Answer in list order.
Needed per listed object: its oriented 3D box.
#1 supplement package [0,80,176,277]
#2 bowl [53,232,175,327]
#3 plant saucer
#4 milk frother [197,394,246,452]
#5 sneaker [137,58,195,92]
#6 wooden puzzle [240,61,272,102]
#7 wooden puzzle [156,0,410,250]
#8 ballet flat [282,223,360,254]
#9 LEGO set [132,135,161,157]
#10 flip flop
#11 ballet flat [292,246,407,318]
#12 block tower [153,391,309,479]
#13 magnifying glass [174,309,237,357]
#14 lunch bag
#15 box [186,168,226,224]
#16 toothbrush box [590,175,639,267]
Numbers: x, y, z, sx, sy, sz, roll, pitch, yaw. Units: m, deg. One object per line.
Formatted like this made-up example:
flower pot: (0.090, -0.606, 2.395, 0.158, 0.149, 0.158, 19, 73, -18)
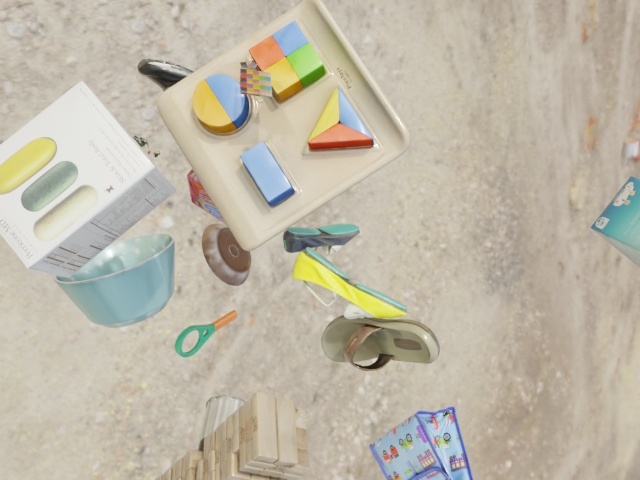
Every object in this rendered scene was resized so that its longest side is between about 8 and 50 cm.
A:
supplement package: (-0.433, -0.098, 1.222, 0.262, 0.199, 0.198, -40, 175, -6)
bowl: (-0.498, 0.111, 1.770, 0.311, 0.311, 0.163, -35, 117, -45)
plant saucer: (-0.263, 0.035, 2.024, 0.198, 0.036, 0.199, 37, 40, -38)
milk frother: (-0.188, 0.368, 1.218, 0.135, 0.143, 0.129, -84, 152, -45)
sneaker: (-0.287, -0.313, 1.572, 0.283, 0.107, 0.124, 19, 94, -30)
wooden puzzle: (-0.101, -0.246, 1.082, 0.006, 0.049, 0.083, 118, -28, -55)
wooden puzzle: (-0.073, -0.202, 1.170, 0.347, 0.322, 0.080, -33, 173, 6)
ballet flat: (0.000, 0.000, 1.621, 0.203, 0.074, 0.074, -5, 107, -33)
LEGO set: (-0.400, -0.219, 1.574, 0.083, 0.054, 0.024, 39, 61, -44)
flip flop: (0.098, 0.205, 1.306, 0.080, 0.277, 0.112, -47, 119, -36)
ballet flat: (0.047, 0.099, 1.279, 0.077, 0.231, 0.077, -60, 168, 4)
block tower: (-0.139, 0.339, 0.988, 0.090, 0.335, 0.097, 22, 43, -28)
magnifying glass: (-0.331, 0.263, 2.016, 0.231, 0.026, 0.092, -28, 132, -43)
lunch bag: (0.276, 0.595, 1.715, 0.138, 0.293, 0.221, 2, 144, -35)
box: (-0.166, -0.172, 1.512, 0.257, 0.122, 0.128, -55, 172, -22)
toothbrush box: (0.639, 0.025, 1.158, 0.216, 0.295, 0.126, 34, 96, -20)
